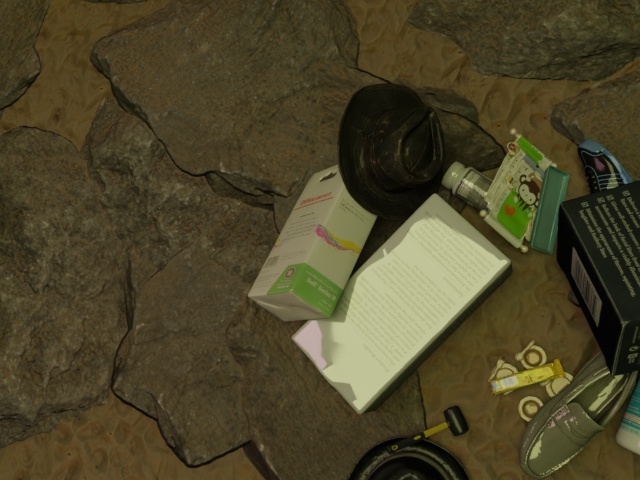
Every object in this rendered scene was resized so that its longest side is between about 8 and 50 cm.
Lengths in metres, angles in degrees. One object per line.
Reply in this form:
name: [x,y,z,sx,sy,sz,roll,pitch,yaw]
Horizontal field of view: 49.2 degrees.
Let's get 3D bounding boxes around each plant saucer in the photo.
plant saucer: [0.509,-0.068,1.561,0.018,0.067,0.192,2,76,62]

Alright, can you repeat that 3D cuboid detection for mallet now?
mallet: [0.234,0.426,1.510,0.190,0.039,0.062,-26,73,-19]

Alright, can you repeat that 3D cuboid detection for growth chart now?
growth chart: [0.446,-0.107,1.555,0.172,0.021,0.237,29,77,-19]

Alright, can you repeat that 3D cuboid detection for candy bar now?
candy bar: [0.441,0.296,1.503,0.162,0.018,0.040,-20,70,13]

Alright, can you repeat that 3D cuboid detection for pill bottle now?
pill bottle: [0.699,0.310,1.380,0.146,0.146,0.264,22,86,19]
pill bottle: [0.352,-0.120,1.602,0.137,0.078,0.078,36,90,20]

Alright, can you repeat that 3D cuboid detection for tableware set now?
tableware set: [0.461,0.308,1.515,0.141,0.020,0.168,-44,71,4]

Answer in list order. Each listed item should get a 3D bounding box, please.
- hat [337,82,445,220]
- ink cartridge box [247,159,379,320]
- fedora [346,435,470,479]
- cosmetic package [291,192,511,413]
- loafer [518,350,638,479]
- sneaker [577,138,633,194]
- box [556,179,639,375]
hat: [0.191,-0.213,1.542,0.134,0.331,0.331,-19,68,57]
ink cartridge box: [0.000,0.000,1.576,0.207,0.119,0.353,-13,46,57]
fedora: [0.173,0.587,1.471,0.334,0.152,0.333,-3,79,15]
cosmetic package: [0.184,0.144,1.552,0.453,0.161,0.230,-45,71,3]
loafer: [0.525,0.359,1.429,0.112,0.111,0.319,36,91,0]
sneaker: [0.621,-0.113,1.522,0.090,0.081,0.232,-33,73,0]
box: [0.696,0.040,1.330,0.396,0.212,0.293,-15,51,5]
